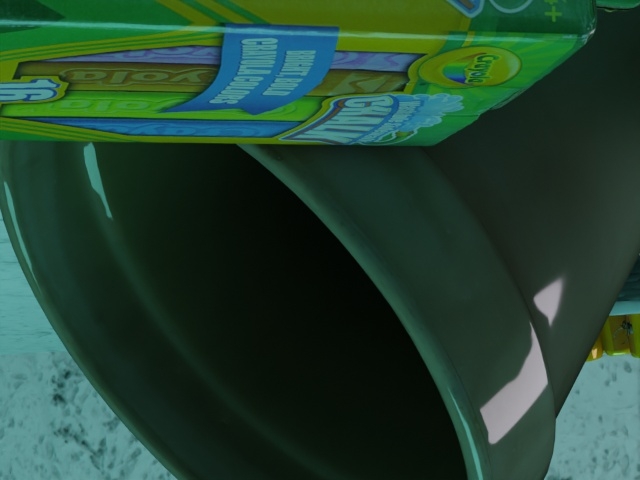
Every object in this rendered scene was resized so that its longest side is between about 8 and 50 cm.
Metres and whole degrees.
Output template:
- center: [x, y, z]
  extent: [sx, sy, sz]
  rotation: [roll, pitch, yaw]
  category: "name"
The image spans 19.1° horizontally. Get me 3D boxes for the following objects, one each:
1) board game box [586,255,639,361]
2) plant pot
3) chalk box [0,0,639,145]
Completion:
- center: [0.426, 0.029, 1.484]
  extent: [0.390, 0.050, 0.390]
  rotation: [-4, -174, 27]
  category: "board game box"
- center: [0.042, -0.025, 0.989]
  extent: [0.280, 0.323, 0.323]
  rotation: [-40, -169, -30]
  category: "plant pot"
- center: [-0.004, -0.139, 0.724]
  extent: [0.289, 0.180, 0.179]
  rotation: [-1, 171, -15]
  category: "chalk box"
